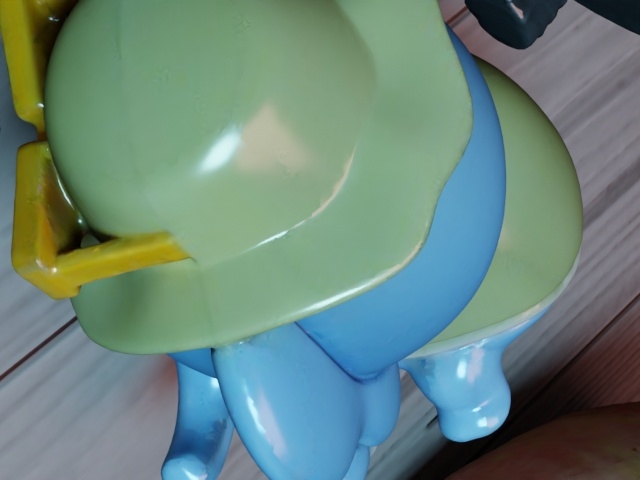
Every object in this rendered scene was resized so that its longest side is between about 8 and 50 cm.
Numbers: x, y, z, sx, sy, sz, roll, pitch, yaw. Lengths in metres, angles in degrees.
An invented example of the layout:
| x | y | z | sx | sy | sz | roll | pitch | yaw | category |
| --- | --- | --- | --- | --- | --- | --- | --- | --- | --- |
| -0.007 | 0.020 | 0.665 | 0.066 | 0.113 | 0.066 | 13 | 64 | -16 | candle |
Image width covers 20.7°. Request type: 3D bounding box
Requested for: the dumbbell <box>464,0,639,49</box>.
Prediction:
| x | y | z | sx | sy | sz | roll | pitch | yaw | category |
| --- | --- | --- | --- | --- | --- | --- | --- | --- | --- |
| 0.166 | -0.222 | 0.581 | 0.388 | 0.185 | 0.185 | -54 | 144 | -11 | dumbbell |

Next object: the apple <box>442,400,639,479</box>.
| x | y | z | sx | sy | sz | roll | pitch | yaw | category |
| --- | --- | --- | --- | --- | --- | --- | --- | --- | --- |
| 0.166 | 0.258 | 0.788 | 0.364 | 0.364 | 0.364 | -30 | 135 | -36 | apple |

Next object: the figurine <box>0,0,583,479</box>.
| x | y | z | sx | sy | sz | roll | pitch | yaw | category |
| --- | --- | --- | --- | --- | --- | --- | --- | --- | --- |
| 0.003 | -0.002 | 0.560 | 0.262 | 0.153 | 0.180 | 48 | 63 | -49 | figurine |
